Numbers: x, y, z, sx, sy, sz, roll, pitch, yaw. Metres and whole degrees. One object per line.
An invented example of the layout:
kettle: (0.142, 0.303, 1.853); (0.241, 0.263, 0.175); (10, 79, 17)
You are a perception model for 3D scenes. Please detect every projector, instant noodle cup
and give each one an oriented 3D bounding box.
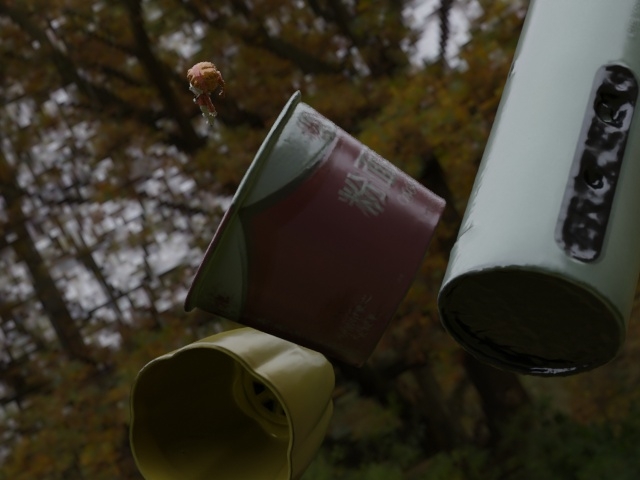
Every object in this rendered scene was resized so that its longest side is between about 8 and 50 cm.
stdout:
projector: (0.161, -0.082, 0.944); (0.108, 0.108, 0.337); (-52, 15, 55)
instant noodle cup: (0.000, 0.000, 1.457); (0.235, 0.178, 0.235); (-63, 1, 2)

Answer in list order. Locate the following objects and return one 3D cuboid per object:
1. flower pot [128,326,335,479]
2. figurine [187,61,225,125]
flower pot: (-0.079, 0.176, 1.626); (0.195, 0.195, 0.179); (-37, -3, 27)
figurine: (-0.150, -0.195, 2.054); (0.047, 0.064, 0.109); (-22, -30, -12)
